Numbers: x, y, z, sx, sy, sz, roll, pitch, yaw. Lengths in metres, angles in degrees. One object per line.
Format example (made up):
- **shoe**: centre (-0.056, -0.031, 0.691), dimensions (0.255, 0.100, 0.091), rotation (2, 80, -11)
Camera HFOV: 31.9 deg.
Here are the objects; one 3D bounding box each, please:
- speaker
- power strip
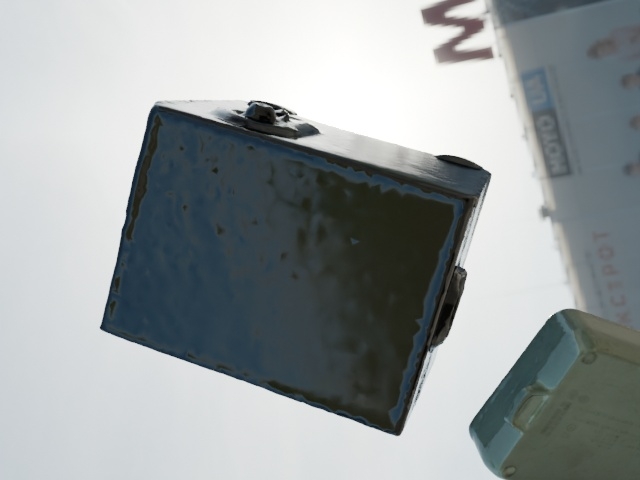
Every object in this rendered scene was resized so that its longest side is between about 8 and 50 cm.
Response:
- **speaker**: centre (0.000, 0.000, 0.852), dimensions (0.254, 0.232, 0.184), rotation (-31, -42, -76)
- **power strip**: centre (0.228, 0.127, 0.747), dimensions (0.270, 0.118, 0.046), rotation (19, -155, -25)
